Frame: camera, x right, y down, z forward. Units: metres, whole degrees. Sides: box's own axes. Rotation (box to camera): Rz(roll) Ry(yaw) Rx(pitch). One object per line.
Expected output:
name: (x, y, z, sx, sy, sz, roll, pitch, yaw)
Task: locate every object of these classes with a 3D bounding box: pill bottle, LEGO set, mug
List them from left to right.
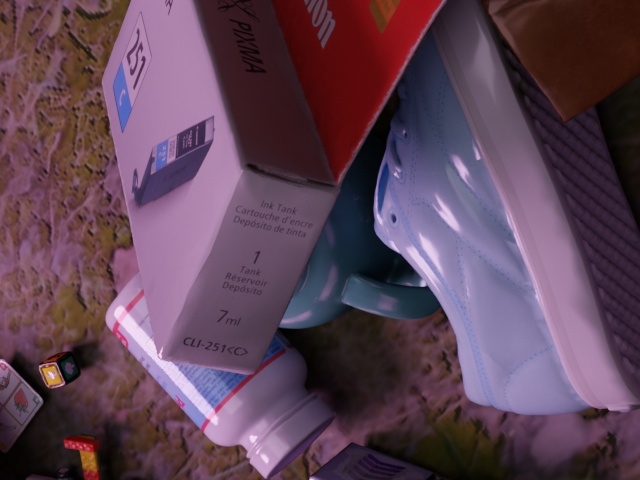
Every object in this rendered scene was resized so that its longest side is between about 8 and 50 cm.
LEGO set: (-0.228, 0.198, 1.442, 0.182, 0.060, 0.244, 44, 126, 7)
pill bottle: (-0.067, 0.084, 1.267, 0.160, 0.087, 0.087, 47, 127, 10)
mug: (-0.005, -0.008, 1.181, 0.158, 0.097, 0.129, 0, 108, 35)

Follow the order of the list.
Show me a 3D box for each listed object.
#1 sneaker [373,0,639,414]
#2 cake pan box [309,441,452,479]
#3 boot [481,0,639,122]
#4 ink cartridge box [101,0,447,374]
sneaker: (0.080, -0.057, 1.079, 0.150, 0.135, 0.366, -13, 100, 29)
cake pan box: (0.100, 0.289, 1.249, 0.246, 0.070, 0.267, 18, 118, 25)
boot: (0.179, -0.233, 0.931, 0.280, 0.096, 0.264, -26, 106, 19)
ink cartridge box: (-0.043, -0.115, 1.065, 0.296, 0.066, 0.261, -109, 38, -51)
